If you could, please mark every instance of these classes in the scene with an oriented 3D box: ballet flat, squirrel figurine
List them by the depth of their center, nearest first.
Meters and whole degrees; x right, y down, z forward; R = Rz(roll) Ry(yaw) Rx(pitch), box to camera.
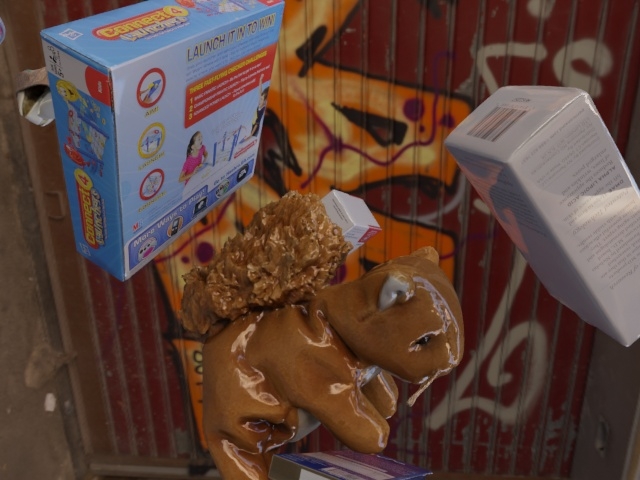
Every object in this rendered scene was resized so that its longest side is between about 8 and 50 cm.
[{"bbox_3d":[-0.005,0.108,0.692,0.397,0.370,0.281,57,30,11],"label":"squirrel figurine"},{"bbox_3d":[-0.560,-0.294,0.975,0.107,0.315,0.106,28,71,-42],"label":"ballet flat"}]

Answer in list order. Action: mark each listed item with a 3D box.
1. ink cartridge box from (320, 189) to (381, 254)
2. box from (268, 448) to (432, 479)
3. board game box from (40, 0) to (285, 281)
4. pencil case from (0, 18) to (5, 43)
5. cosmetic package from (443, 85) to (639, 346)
[{"bbox_3d":[0.000,0.000,1.278,0.114,0.272,0.197,60,22,17],"label":"ink cartridge box"},{"bbox_3d":[0.052,0.323,0.656,0.225,0.136,0.037,27,70,-51],"label":"box"},{"bbox_3d":[-0.186,-0.150,0.631,0.308,0.086,0.302,-50,165,-45],"label":"board game box"},{"bbox_3d":[-0.700,-0.478,0.888,0.273,0.113,0.124,56,-25,11],"label":"pencil case"},{"bbox_3d":[0.225,-0.023,0.439,0.231,0.085,0.117,46,6,-22],"label":"cosmetic package"}]
